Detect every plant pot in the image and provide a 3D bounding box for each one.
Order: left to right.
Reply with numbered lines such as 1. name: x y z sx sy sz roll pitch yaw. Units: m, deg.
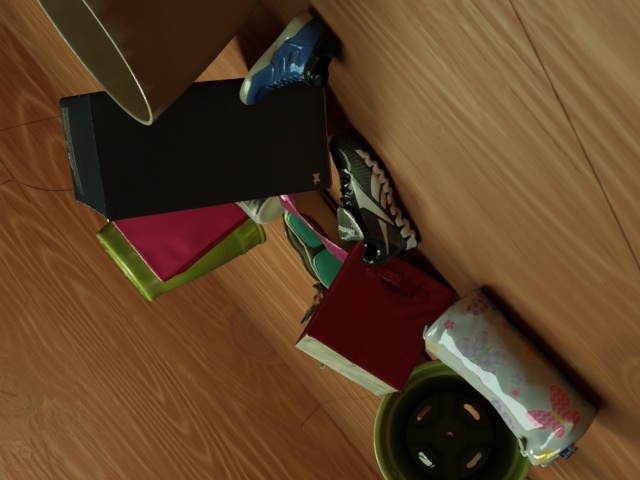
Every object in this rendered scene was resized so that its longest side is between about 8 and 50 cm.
1. plant pot: -0.176 -0.321 0.980 0.256 0.274 0.256 46 164 17
2. plant pot: -0.400 -0.028 2.235 0.366 0.353 0.366 46 165 16
3. plant pot: 0.246 0.368 1.537 0.276 0.276 0.254 47 177 14

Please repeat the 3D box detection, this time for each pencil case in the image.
1. pencil case: 0.281 0.203 1.222 0.273 0.124 0.113 48 -154 14

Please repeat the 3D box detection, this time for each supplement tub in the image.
1. supplement tub: -0.148 -0.133 1.685 0.190 0.117 0.117 45 165 21

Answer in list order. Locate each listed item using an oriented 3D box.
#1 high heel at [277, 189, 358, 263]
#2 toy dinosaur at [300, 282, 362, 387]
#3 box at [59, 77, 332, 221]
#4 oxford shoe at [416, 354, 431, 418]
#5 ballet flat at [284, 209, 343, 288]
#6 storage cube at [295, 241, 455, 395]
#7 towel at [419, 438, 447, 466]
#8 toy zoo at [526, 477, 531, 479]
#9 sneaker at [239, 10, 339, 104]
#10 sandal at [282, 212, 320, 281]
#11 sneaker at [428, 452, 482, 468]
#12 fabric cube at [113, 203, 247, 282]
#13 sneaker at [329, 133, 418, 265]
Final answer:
1. high heel: 0.004 -0.047 1.514 0.117 0.082 0.244 21 147 58
2. toy dinosaur: 0.057 0.226 1.973 0.296 0.127 0.200 20 140 53
3. box: -0.202 -0.156 1.276 0.312 0.344 0.178 -161 63 -64
4. oxford shoe: 0.152 0.237 1.788 0.348 0.123 0.130 51 -168 -6
5. ballet flat: 0.000 0.000 1.682 0.086 0.086 0.248 31 154 53
6. storage cube: 0.087 0.137 1.406 0.184 0.193 0.215 31 166 0
7. towel: 0.374 0.653 2.148 0.374 0.090 0.320 51 169 -2
8. toy zoo: 0.483 0.615 1.824 0.293 0.030 0.192 58 164 -27
9. sneaker: -0.038 -0.223 1.100 0.084 0.152 0.058 44 -162 5
10. sandal: -0.019 0.012 1.770 0.090 0.060 0.219 -103 -12 -47
11. sneaker: 0.290 0.535 1.790 0.127 0.182 0.315 50 155 36
12. fabric cube: -0.317 -0.092 1.884 0.254 0.258 0.259 50 -175 -2
13. sneaker: 0.063 -0.052 1.269 0.078 0.106 0.234 24 150 58
